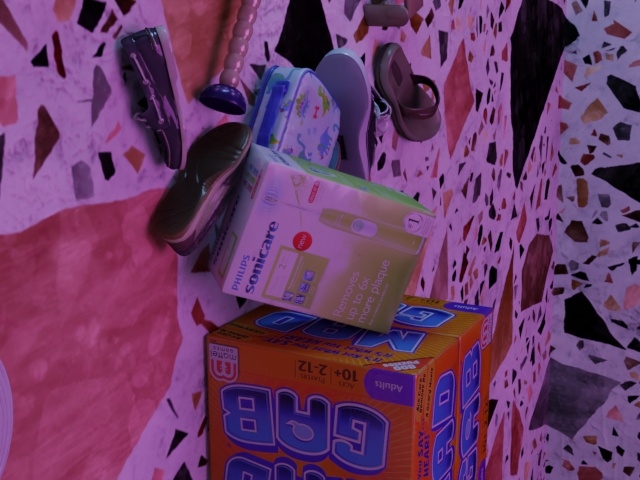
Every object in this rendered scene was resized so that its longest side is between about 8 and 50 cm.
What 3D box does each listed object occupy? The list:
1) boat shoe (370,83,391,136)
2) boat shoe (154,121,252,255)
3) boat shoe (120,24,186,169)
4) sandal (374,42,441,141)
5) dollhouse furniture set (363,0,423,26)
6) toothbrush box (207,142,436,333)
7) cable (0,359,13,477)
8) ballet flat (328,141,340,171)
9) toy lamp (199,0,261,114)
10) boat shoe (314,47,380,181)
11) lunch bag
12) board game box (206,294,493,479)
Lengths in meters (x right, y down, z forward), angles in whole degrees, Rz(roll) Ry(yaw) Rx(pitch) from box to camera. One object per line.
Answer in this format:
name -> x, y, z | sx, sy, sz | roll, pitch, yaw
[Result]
boat shoe -> 0.102, -0.254, 1.896 | 0.184, 0.063, 0.066 | 51, 53, -55
boat shoe -> -0.164, -0.075, 1.421 | 0.073, 0.080, 0.224 | 76, 35, -52
boat shoe -> -0.222, -0.184, 1.313 | 0.064, 0.075, 0.206 | -14, 124, -15
sandal -> 0.198, -0.297, 2.045 | 0.303, 0.086, 0.120 | 44, 58, -58
dollhouse furniture set -> 0.188, -0.552, 1.877 | 0.212, 0.160, 0.242 | -51, 139, -46
toothbrush box -> 0.000, 0.000, 1.490 | 0.283, 0.122, 0.206 | 17, 102, -22
cable -> -0.415, 0.202, 0.982 | 0.257, 0.089, 0.257 | 56, 48, -53
ballet flat -> -0.018, -0.087, 1.724 | 0.067, 0.073, 0.206 | 103, 8, -70
toy lamp -> -0.112, -0.326, 1.450 | 0.080, 0.080, 0.275 | 35, 67, -60
boat shoe -> 0.056, -0.221, 1.767 | 0.105, 0.113, 0.306 | -64, 151, -44
lunch bag -> -0.051, -0.163, 1.594 | 0.176, 0.090, 0.219 | 40, 62, -59
board game box -> 0.058, 0.299, 1.633 | 0.356, 0.356, 0.357 | -24, 118, -60
